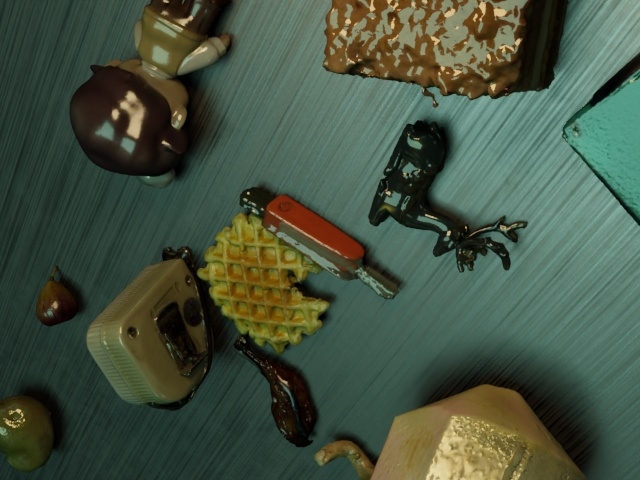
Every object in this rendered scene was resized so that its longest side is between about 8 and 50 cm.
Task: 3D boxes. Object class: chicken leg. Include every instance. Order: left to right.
[{"bbox_3d":[-0.082,0.288,1.449,0.106,0.051,0.253,-29,91,38],"label":"chicken leg"}]

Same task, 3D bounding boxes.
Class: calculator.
[{"bbox_3d":[0.492,-0.146,0.980,0.248,0.058,0.274,47,123,5],"label":"calculator"}]

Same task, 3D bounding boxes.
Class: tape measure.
[{"bbox_3d":[-0.285,0.177,1.416,0.133,0.271,0.231,-13,117,29],"label":"tape measure"}]

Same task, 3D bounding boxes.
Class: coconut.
[{"bbox_3d":[0.245,0.400,1.185,0.353,0.352,0.352,10,113,24],"label":"coconut"}]

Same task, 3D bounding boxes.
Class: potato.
[{"bbox_3d":[-0.711,0.461,1.781,0.157,0.157,0.194,-10,106,30],"label":"potato"}]

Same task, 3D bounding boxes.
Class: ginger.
[{"bbox_3d":[0.126,0.446,1.388,0.288,0.075,0.089,25,141,12],"label":"ginger"}]

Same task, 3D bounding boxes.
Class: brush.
[{"bbox_3d":[0.000,-0.001,1.286,0.323,0.070,0.051,34,122,9],"label":"brush"}]

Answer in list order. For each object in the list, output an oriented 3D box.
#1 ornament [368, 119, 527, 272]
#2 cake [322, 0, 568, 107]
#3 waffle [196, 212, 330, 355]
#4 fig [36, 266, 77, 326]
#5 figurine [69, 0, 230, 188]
[{"bbox_3d":[0.210,-0.058,1.150,0.236,0.080,0.202,31,123,16],"label":"ornament"},{"bbox_3d":[0.176,-0.329,0.935,0.256,0.290,0.282,14,114,21],"label":"cake"},{"bbox_3d":[-0.105,0.084,1.379,0.261,0.056,0.250,42,122,5],"label":"waffle"},{"bbox_3d":[-0.580,0.120,1.623,0.089,0.089,0.125,-18,87,31],"label":"fig"},{"bbox_3d":[-0.289,-0.280,1.291,0.218,0.206,0.365,29,96,-10],"label":"figurine"}]
